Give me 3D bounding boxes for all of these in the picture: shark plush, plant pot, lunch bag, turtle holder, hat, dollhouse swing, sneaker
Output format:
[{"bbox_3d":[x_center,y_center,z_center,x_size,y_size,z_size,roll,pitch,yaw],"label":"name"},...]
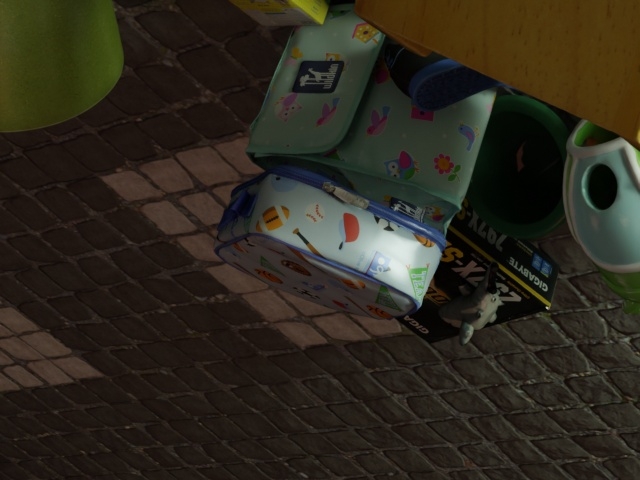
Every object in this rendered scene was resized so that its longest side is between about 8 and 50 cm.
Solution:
[{"bbox_3d":[0.207,0.082,2.268,0.067,0.073,0.161,46,158,15],"label":"shark plush"},{"bbox_3d":[-0.374,-0.325,1.926,0.274,0.275,0.293,13,134,11],"label":"plant pot"},{"bbox_3d":[0.063,-0.152,1.949,0.262,0.223,0.160,19,160,0],"label":"lunch bag"},{"bbox_3d":[0.414,-0.054,1.874,0.227,0.243,0.320,52,172,-19],"label":"turtle holder"},{"bbox_3d":[0.296,-0.097,2.104,0.173,0.183,0.208,-7,99,38],"label":"hat"},{"bbox_3d":[0.000,0.000,1.920,0.243,0.115,0.303,25,167,-11],"label":"lunch bag"},{"bbox_3d":[0.271,-0.240,1.580,0.305,0.315,0.347,-6,-152,-46],"label":"dollhouse swing"},{"bbox_3d":[0.184,-0.215,1.869,0.232,0.090,0.081,-15,138,-24],"label":"sneaker"}]

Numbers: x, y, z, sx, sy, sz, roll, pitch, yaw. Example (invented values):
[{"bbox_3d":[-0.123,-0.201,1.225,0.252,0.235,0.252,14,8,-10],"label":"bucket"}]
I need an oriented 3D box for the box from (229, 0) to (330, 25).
[{"bbox_3d":[-0.082,-0.308,1.913,0.105,0.043,0.179,6,164,41],"label":"box"}]

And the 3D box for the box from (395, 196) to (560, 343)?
[{"bbox_3d":[0.137,0.013,2.320,0.322,0.079,0.257,37,144,-26],"label":"box"}]
